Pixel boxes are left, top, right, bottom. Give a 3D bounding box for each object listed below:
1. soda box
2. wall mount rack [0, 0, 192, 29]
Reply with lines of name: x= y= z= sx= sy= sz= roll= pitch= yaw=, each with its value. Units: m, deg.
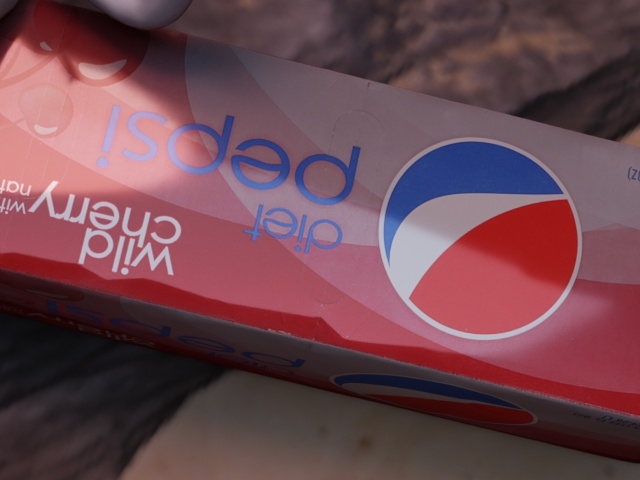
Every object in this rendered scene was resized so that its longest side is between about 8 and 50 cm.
soda box: x=0.000 y=0.000 z=0.443 sx=0.263 sy=0.092 sz=0.083 roll=13 pitch=76 yaw=-4
wall mount rack: x=-0.190 y=-0.105 z=0.297 sx=0.304 sy=0.130 sz=0.350 roll=38 pitch=53 yaw=-1
